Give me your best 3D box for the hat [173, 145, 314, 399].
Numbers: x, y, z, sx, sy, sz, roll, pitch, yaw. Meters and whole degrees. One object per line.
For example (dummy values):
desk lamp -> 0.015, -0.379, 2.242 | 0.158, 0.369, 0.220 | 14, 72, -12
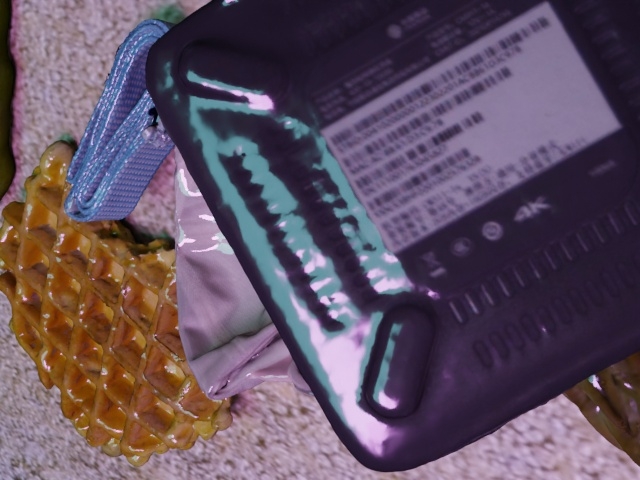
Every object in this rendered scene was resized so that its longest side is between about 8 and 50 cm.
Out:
hat -> 0.000, 0.000, 0.714 | 0.225, 0.164, 0.220 | 1, 96, -3

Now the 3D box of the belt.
belt -> -0.138, -0.081, 0.776 | 0.100, 0.065, 0.179 | 41, 114, 23

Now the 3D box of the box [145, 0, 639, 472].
box -> 0.082, -0.053, 0.538 | 0.290, 0.073, 0.289 | -29, 86, 5

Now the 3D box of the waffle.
waffle -> -0.195, 0.069, 0.901 | 0.301, 0.058, 0.281 | 54, 130, 9

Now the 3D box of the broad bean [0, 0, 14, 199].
broad bean -> -0.314, -0.131, 0.920 | 0.052, 0.052, 0.256 | 14, 118, 8

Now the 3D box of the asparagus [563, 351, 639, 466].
asparagus -> 0.140, 0.020, 0.608 | 0.080, 0.080, 0.287 | -34, 86, 41
